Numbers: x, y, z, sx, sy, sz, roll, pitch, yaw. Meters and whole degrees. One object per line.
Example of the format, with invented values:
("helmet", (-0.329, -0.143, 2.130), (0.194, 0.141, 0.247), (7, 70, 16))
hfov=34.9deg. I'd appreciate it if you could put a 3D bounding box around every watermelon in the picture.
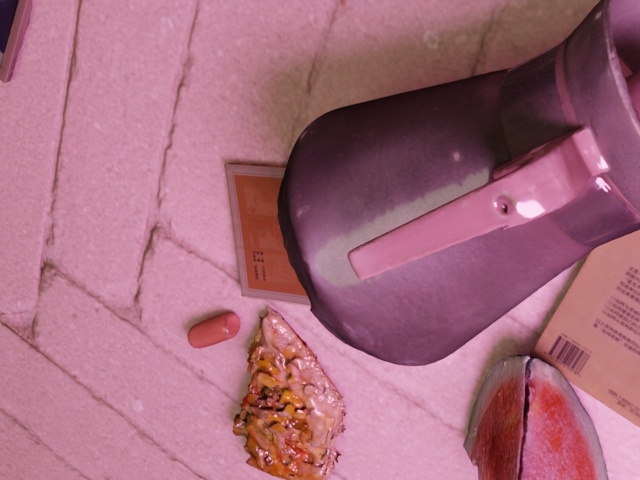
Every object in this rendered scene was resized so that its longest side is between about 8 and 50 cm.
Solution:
("watermelon", (0.227, 0.213, 1.007), (0.136, 0.202, 0.207), (-8, 128, -3))

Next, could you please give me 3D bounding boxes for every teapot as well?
("teapot", (0.138, -0.043, 0.862), (0.344, 0.300, 0.253), (-27, 94, 37))

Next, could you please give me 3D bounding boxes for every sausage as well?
("sausage", (-0.136, 0.115, 1.291), (0.083, 0.034, 0.034), (-22, 97, 40))

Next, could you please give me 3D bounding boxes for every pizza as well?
("pizza", (-0.043, 0.209, 1.247), (0.147, 0.069, 0.226), (26, 123, 26))

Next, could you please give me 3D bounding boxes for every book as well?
("book", (0.000, 0.000, 1.154), (0.241, 0.018, 0.170), (7, 113, 32))
("book", (0.314, 0.065, 0.959), (0.161, 0.026, 0.231), (34, 126, 17))

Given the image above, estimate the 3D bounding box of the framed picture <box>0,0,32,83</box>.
("framed picture", (-0.432, -0.367, 1.290), (0.209, 0.019, 0.281), (38, 127, 15))
